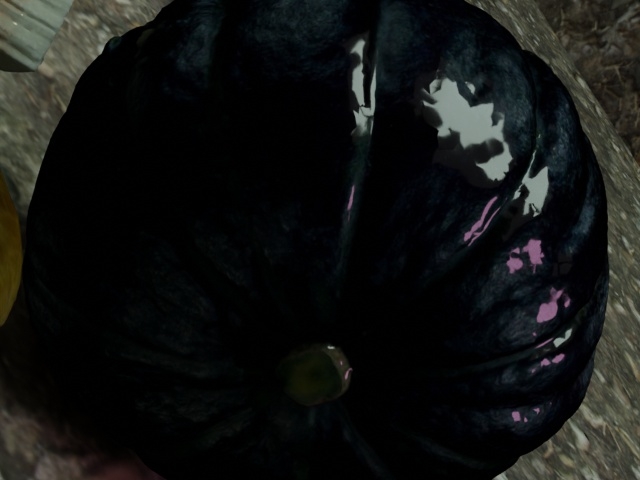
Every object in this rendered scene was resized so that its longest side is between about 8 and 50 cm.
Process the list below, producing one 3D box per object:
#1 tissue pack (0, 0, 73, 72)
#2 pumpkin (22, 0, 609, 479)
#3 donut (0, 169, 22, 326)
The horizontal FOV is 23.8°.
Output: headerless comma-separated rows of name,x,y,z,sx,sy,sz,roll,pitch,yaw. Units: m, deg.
tissue pack,-0.315,-0.201,0.876,0.170,0.071,0.325,12,-15,45
pumpkin,0.000,0.000,0.941,0.363,0.363,0.266,45,29,-20
donut,-0.301,-0.057,0.671,0.360,0.170,0.360,41,25,-24
